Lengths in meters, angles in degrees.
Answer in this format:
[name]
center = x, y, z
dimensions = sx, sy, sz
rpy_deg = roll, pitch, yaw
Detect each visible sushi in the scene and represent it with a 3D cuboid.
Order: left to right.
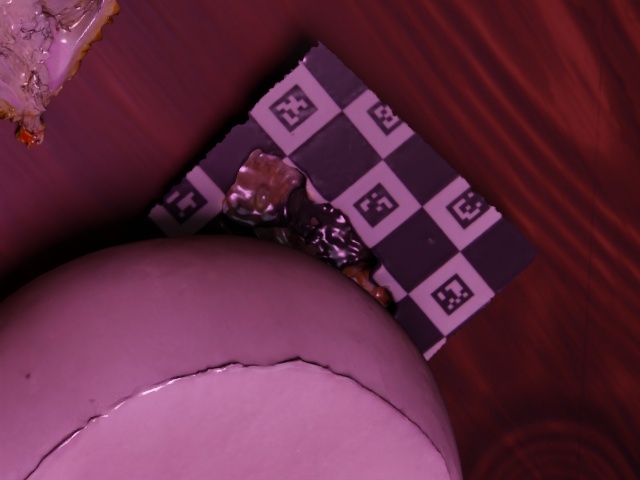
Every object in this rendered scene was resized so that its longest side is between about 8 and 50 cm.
[sushi]
center = 0.000, 0.000, 0.946
dimensions = 0.192, 0.050, 0.215
rpy_deg = -44, 116, 7

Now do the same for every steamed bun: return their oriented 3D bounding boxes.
[steamed bun]
center = -0.082, 0.147, 0.845
dimensions = 0.324, 0.206, 0.324
rpy_deg = -8, 112, -19

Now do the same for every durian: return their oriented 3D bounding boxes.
[durian]
center = -0.174, -0.136, 0.796
dimensions = 0.146, 0.102, 0.208
rpy_deg = -27, 138, -18
